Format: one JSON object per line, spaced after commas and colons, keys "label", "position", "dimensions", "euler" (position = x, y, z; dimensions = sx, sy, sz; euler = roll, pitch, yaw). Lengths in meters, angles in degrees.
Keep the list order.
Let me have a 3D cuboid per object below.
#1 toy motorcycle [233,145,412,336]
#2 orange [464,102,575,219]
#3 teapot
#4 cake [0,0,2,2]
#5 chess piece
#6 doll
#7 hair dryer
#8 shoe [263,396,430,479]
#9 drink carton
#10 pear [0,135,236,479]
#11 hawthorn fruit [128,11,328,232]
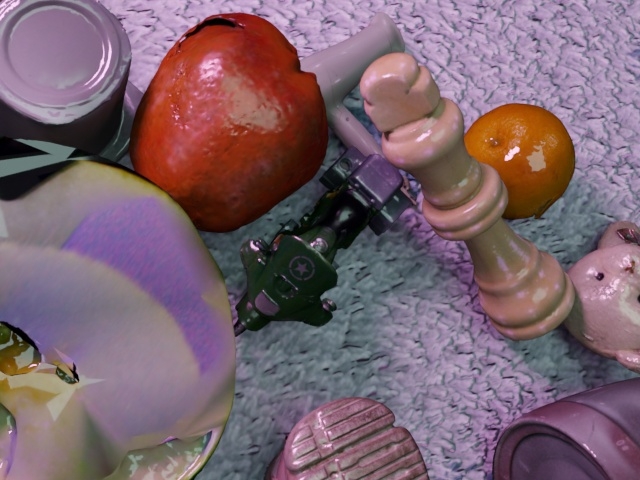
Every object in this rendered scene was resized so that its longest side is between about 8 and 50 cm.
{"label": "toy motorcycle", "position": [0.000, 0.000, 0.955], "dimensions": [0.125, 0.187, 0.274], "euler": [43, 66, -4]}
{"label": "orange", "position": [0.252, -0.099, 1.087], "dimensions": [0.134, 0.155, 0.154], "euler": [35, 62, -53]}
{"label": "teapot", "position": [0.402, 0.312, 1.016], "dimensions": [0.312, 0.233, 0.314], "euler": [-14, 111, -26]}
{"label": "cake", "position": [-0.465, -0.322, 0.807], "dimensions": [0.333, 0.321, 0.332], "euler": [5, 74, -18]}
{"label": "chess piece", "position": [0.166, -0.050, 0.971], "dimensions": [0.117, 0.117, 0.397], "euler": [-51, 123, -21]}
{"label": "doll", "position": [0.442, 0.049, 1.121], "dimensions": [0.278, 0.149, 0.175], "euler": [-27, 44, -33]}
{"label": "hair dryer", "position": [0.073, -0.155, 1.091], "dimensions": [0.206, 0.075, 0.237], "euler": [-37, 98, -28]}
{"label": "shoe", "position": [0.056, 0.342, 0.884], "dimensions": [0.172, 0.198, 0.350], "euler": [-12, 78, -18]}
{"label": "drink carton", "position": [-0.292, -0.163, 0.901], "dimensions": [0.191, 0.189, 0.185], "euler": [43, 74, -4]}
{"label": "pear", "position": [-0.295, 0.114, 0.826], "dimensions": [0.399, 0.165, 0.398], "euler": [3, 84, -25]}
{"label": "hawthorn fruit", "position": [-0.117, -0.098, 0.929], "dimensions": [0.211, 0.211, 0.299], "euler": [37, 88, -7]}
